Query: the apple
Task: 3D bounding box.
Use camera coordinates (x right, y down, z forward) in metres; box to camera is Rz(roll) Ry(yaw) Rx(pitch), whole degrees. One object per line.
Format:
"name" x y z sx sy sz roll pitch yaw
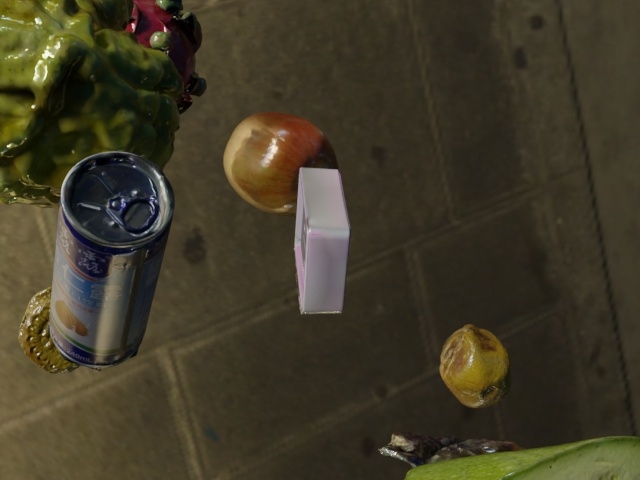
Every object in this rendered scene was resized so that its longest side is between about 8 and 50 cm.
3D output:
"apple" -0.071 -0.128 2.075 0.199 0.199 0.199 -5 99 -32

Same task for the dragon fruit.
"dragon fruit" -0.279 -0.277 1.911 0.198 0.272 0.218 -3 65 -3

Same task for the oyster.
"oyster" 0.207 0.295 1.427 0.275 0.100 0.271 49 34 4

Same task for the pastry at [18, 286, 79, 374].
"pastry" -0.324 0.111 1.538 0.097 0.057 0.109 8 100 -14

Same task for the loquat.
"loquat" 0.246 0.196 1.954 0.113 0.137 0.137 -30 120 19

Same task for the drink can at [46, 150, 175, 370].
"drink can" -0.189 0.024 1.099 0.097 0.235 0.097 7 59 -11

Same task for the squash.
"squash" 0.204 0.243 1.154 0.169 0.252 0.093 -67 143 -61

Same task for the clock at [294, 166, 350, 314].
"clock" 0.000 0.000 1.814 0.063 0.197 0.150 1 120 -6

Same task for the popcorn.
"popcorn" -0.265 -0.146 1.171 0.224 0.270 0.258 -53 171 26
